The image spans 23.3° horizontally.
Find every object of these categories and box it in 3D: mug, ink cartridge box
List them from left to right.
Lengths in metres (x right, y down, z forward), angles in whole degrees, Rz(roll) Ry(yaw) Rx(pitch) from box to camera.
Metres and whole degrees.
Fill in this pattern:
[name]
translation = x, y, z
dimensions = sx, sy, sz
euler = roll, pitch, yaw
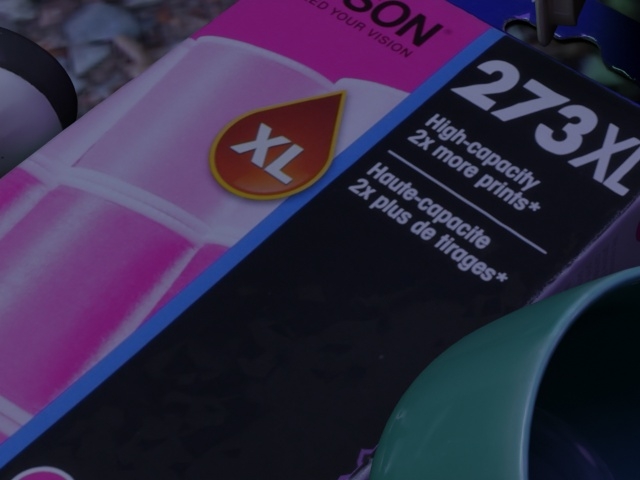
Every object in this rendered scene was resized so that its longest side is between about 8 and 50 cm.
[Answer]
[ink cartridge box]
translation = 0.000, 0.000, 0.544
dimensions = 0.176, 0.069, 0.371
euler = 34, 58, 27
[mug]
translation = 0.089, 0.083, 0.436
dimensions = 0.158, 0.097, 0.129
euler = 17, 64, -27

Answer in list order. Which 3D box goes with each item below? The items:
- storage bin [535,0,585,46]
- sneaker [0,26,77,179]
[storage bin]
translation = 0.232, -0.160, 0.561
dimensions = 0.262, 0.123, 0.260
euler = 8, 38, 18
[sneaker]
translation = -0.219, 0.008, 0.536
dimensions = 0.270, 0.090, 0.145
euler = -5, 51, 5
